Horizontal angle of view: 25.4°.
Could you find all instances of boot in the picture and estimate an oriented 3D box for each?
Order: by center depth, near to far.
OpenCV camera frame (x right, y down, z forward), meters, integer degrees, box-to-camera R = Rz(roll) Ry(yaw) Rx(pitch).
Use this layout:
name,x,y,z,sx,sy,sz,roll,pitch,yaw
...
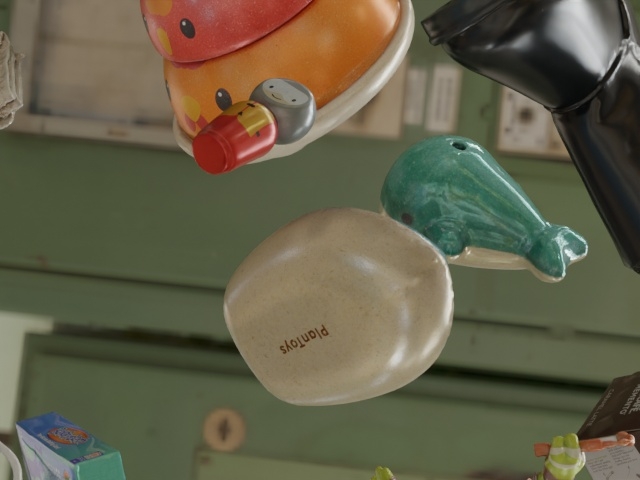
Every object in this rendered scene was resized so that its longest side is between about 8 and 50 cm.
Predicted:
name,x,y,z,sx,sy,sz,roll,pitch,yaw
boot,0.178,-0.078,0.895,0.246,0.094,0.207,-22,84,-60

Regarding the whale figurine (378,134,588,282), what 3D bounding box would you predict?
name,x,y,z,sx,sy,sz,roll,pitch,yaw
whale figurine,0.208,-0.043,1.802,0.216,0.272,0.141,-33,139,-48

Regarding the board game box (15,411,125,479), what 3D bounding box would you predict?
name,x,y,z,sx,sy,sz,roll,pitch,yaw
board game box,-0.232,0.263,1.372,0.210,0.047,0.160,10,-68,63

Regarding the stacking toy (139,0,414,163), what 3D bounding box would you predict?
name,x,y,z,sx,sy,sz,roll,pitch,yaw
stacking toy,-0.133,-0.362,1.725,0.480,0.350,0.351,56,29,-30

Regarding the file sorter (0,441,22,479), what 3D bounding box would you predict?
name,x,y,z,sx,sy,sz,roll,pitch,yaw
file sorter,-0.383,0.184,1.078,0.173,0.193,0.278,-54,163,-4

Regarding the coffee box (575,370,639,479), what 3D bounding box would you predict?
name,x,y,z,sx,sy,sz,roll,pitch,yaw
coffee box,0.416,0.290,1.677,0.246,0.098,0.141,59,43,-13

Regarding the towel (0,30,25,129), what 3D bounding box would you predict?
name,x,y,z,sx,sy,sz,roll,pitch,yaw
towel,-0.445,-0.120,1.517,0.187,0.282,0.049,-109,173,-59

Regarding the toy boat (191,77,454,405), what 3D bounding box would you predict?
name,x,y,z,sx,sy,sz,roll,pitch,yaw
toy boat,0.000,0.000,1.363,0.148,0.267,0.318,-36,102,-47

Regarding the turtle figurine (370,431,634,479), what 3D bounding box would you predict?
name,x,y,z,sx,sy,sz,roll,pitch,yaw
turtle figurine,0.142,0.236,1.211,0.269,0.217,0.087,121,-38,-62
